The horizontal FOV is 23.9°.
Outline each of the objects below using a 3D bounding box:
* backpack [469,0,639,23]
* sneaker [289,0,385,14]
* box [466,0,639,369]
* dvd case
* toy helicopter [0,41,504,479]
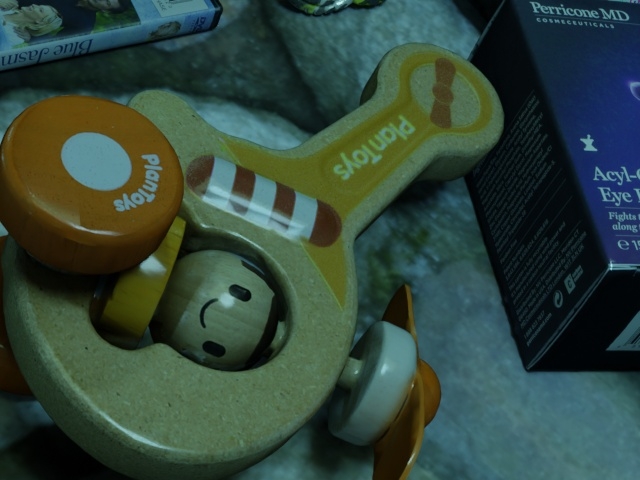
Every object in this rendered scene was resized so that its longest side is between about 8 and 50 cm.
[{"bbox_3d":[0.151,-0.202,0.993,0.115,0.152,0.182,-21,76,-25],"label":"backpack"},{"bbox_3d":[0.008,-0.169,0.981,0.083,0.031,0.035,-6,43,-32],"label":"sneaker"},{"bbox_3d":[0.181,-0.035,0.895,0.153,0.108,0.207,1,54,-22],"label":"box"},{"bbox_3d":[-0.206,-0.174,0.895,0.253,0.022,0.180,-17,61,-32],"label":"dvd case"},{"bbox_3d":[0.000,0.000,0.775,0.235,0.140,0.355,42,47,9],"label":"toy helicopter"}]
